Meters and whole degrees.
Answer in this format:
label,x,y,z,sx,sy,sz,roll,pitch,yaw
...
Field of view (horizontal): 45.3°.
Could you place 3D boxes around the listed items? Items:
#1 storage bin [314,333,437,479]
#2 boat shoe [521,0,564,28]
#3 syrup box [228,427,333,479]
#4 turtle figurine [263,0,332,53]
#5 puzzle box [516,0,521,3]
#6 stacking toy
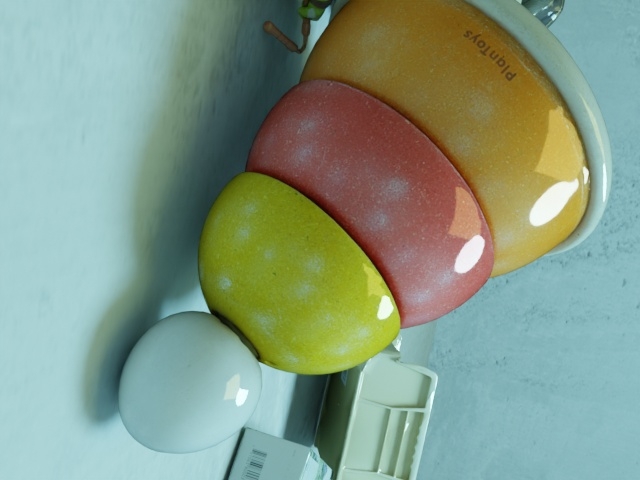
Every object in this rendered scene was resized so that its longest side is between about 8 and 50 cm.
label,x,y,z,sx,sy,sz,roll,pitch,yaw
storage bin,0.085,0.284,1.285,0.262,0.123,0.260,-132,-126,-81
boat shoe,0.299,-0.307,1.267,0.355,0.130,0.132,-35,-148,66
syrup box,-0.051,0.340,1.077,0.237,0.096,0.093,72,35,-65
turtle figurine,0.009,-0.331,0.746,0.269,0.087,0.217,78,30,-57
puzzle box,0.141,-0.424,0.837,0.052,0.272,0.408,1,107,-33
stacking toy,0.000,0.000,0.719,0.480,0.351,0.350,-42,150,-20
